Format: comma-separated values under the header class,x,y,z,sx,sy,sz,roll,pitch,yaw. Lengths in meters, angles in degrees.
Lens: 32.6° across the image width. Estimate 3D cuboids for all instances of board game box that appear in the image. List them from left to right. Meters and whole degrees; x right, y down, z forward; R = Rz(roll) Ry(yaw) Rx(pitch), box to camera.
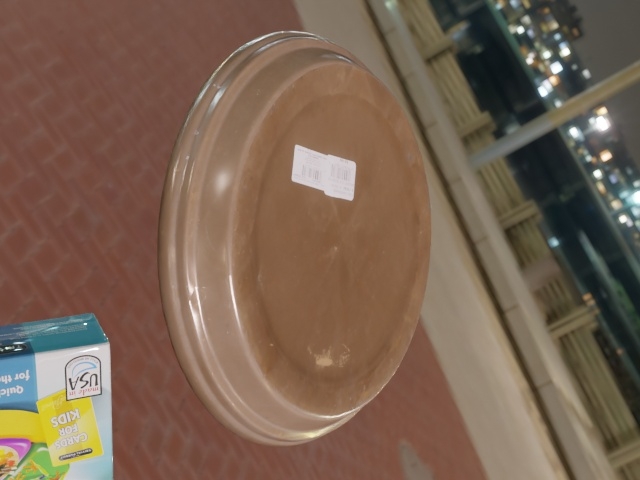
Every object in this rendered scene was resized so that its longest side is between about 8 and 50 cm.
class,x,y,z,sx,sy,sz,roll,pitch,yaw
board game box,-0.341,0.255,1.107,0.079,0.254,0.336,-139,-133,-58

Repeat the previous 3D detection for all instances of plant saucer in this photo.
class,x,y,z,sx,sy,sz,roll,pitch,yaw
plant saucer,0.000,0.000,0.726,0.278,0.041,0.277,-4,95,-54
